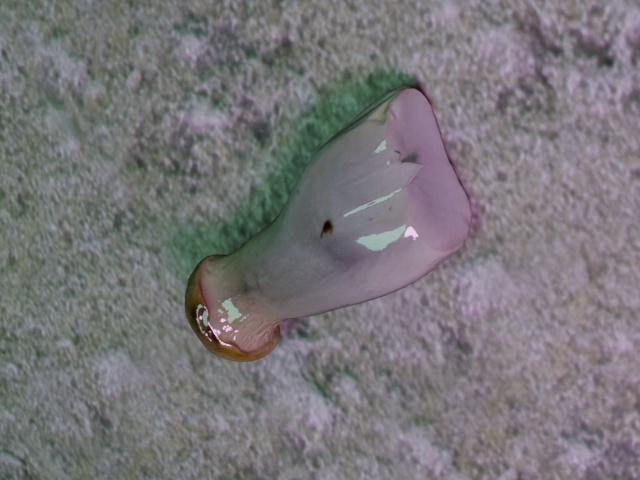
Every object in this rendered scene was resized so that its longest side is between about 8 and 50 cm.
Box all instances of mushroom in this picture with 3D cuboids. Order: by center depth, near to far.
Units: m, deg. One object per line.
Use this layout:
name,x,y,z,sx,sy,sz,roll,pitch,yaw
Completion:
mushroom,0.000,0.000,1.832,0.328,0.122,0.159,-32,53,41
